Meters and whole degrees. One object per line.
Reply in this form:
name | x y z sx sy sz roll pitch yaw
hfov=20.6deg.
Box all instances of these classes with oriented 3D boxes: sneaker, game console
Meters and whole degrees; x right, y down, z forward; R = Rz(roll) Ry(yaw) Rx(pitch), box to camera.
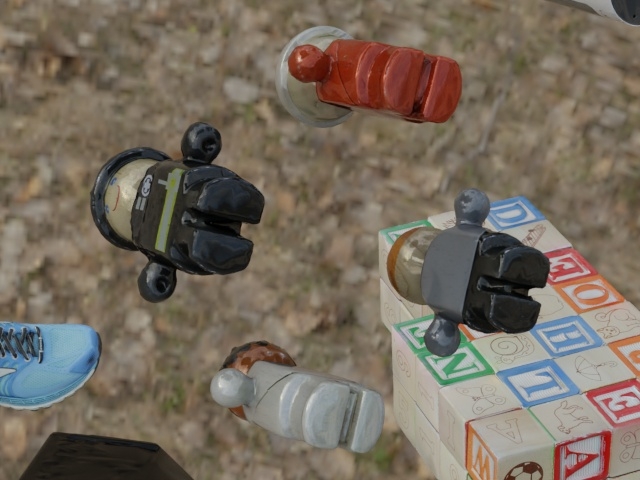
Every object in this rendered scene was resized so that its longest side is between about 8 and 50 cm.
sneaker | -0.241 0.086 1.294 0.162 0.073 0.063 -7 59 -12
game console | -0.291 0.201 1.432 0.361 0.044 0.213 6 12 4

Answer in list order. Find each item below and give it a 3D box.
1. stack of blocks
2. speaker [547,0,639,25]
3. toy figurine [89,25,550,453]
stack of blocks | 0.138 0.088 1.285 0.171 0.087 0.297 -13 33 -17
speaker | 0.165 -0.174 1.114 0.055 0.055 0.136 -14 23 -25
toy figurine | 0.000 0.000 0.999 0.213 0.209 0.148 -38 23 -19
